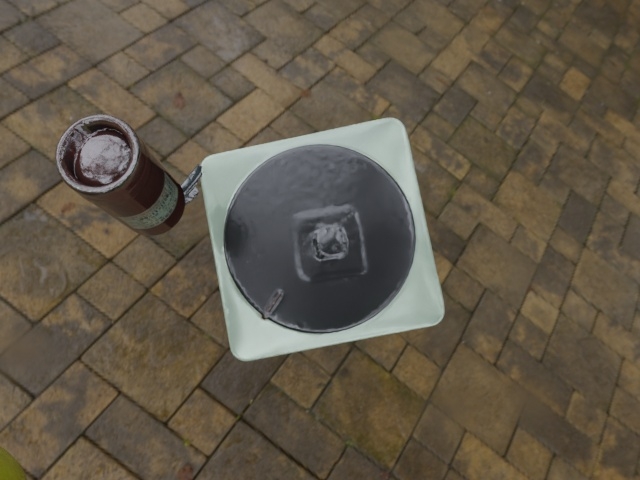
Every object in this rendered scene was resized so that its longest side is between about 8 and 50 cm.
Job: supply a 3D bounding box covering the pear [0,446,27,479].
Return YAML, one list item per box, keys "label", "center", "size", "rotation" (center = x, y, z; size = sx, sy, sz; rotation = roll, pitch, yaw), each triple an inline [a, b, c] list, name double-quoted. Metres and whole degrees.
- label: "pear"
  center: [-0.376, 0.273, 0.657]
  size: [0.200, 0.200, 0.199]
  rotation: [14, 50, -17]

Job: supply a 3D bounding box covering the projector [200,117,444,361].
- label: "projector"
  center: [0.000, 0.000, 0.848]
  size: [0.259, 0.079, 0.257]
  rotation: [-11, 82, 2]

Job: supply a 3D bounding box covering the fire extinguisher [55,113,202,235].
- label: "fire extinguisher"
  center: [-0.166, -0.057, 0.667]
  size: [0.071, 0.231, 0.099]
  rotation: [41, 85, 10]
